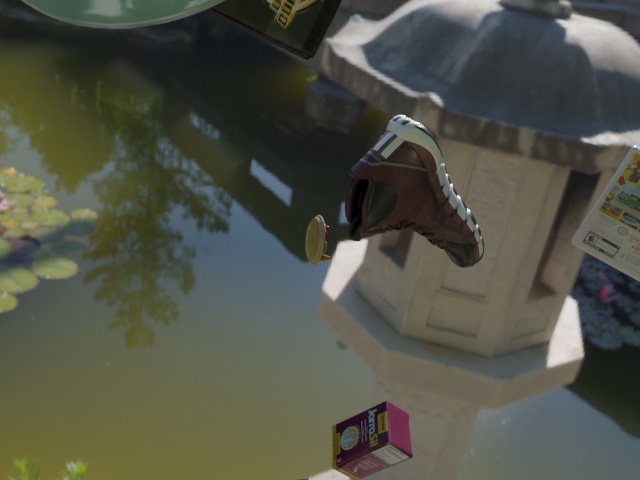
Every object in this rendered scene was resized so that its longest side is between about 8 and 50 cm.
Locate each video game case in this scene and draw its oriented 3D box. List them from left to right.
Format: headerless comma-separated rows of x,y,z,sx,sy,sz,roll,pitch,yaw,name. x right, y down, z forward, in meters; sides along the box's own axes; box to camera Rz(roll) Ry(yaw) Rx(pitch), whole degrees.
0.574,-0.021,1.306,0.227,0.206,0.026,31,34,12,video game case

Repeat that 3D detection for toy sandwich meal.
0.000,0.000,1.198,0.029,0.085,0.085,6,26,-19,toy sandwich meal

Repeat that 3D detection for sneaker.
0.118,-0.030,1.109,0.162,0.281,0.106,-41,35,-10,sneaker

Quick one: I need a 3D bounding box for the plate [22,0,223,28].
-0.069,-0.176,0.311,0.188,0.188,0.024,21,-5,19,plate

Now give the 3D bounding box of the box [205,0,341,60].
-0.078,-0.406,0.902,0.293,0.295,0.073,22,23,-18,box

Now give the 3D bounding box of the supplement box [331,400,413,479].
0.056,0.222,0.861,0.043,0.083,0.055,37,35,-31,supplement box

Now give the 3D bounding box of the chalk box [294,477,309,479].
-0.057,0.369,0.878,0.133,0.132,0.213,-13,21,-2,chalk box
